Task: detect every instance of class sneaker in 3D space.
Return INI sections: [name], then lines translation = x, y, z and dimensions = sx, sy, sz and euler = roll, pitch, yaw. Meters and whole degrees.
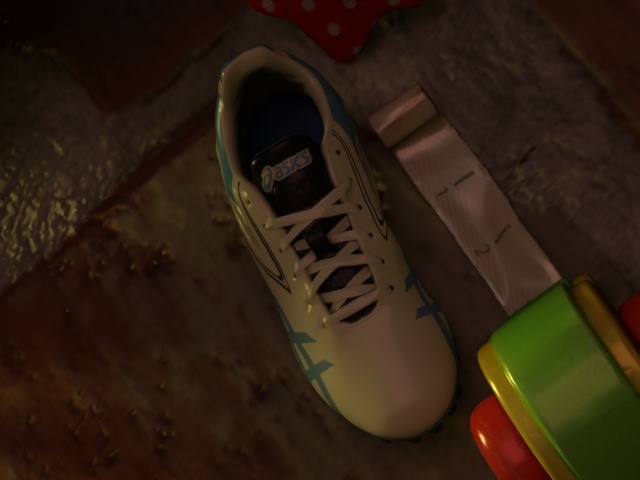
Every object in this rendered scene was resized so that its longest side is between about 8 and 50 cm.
[sneaker]
translation = 0.000, 0.000, 0.881
dimensions = 0.085, 0.086, 0.237
euler = -30, 62, 9

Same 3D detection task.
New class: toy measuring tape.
[toy measuring tape]
translation = 0.100, 0.031, 0.807
dimensions = 0.121, 0.121, 0.330
euler = -36, 60, 8

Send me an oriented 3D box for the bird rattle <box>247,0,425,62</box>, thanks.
[bird rattle]
translation = 0.034, -0.241, 0.968
dimensions = 0.253, 0.143, 0.207
euler = -52, 46, 13
